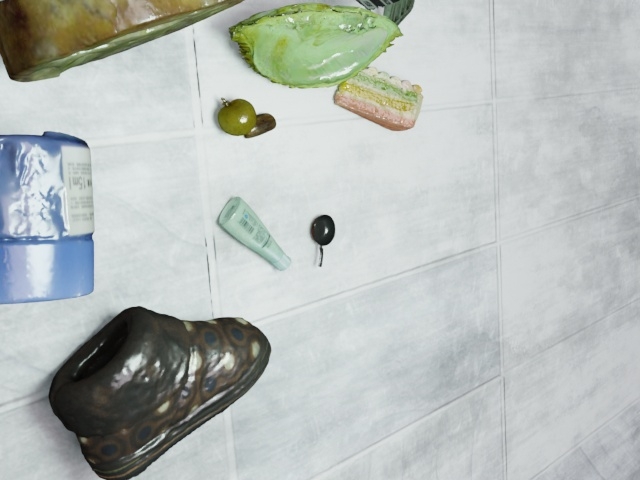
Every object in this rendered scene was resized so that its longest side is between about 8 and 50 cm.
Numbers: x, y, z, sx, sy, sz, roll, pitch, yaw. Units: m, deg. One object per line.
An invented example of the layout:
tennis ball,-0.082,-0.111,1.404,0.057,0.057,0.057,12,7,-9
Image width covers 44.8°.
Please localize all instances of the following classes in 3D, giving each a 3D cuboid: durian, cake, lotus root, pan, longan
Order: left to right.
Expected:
lotus root,-0.280,-0.331,1.123,0.390,0.375,0.111,-69,140,-72
longan,-0.160,-0.237,1.467,0.075,0.075,0.083,-47,116,-31
lotus root,-0.118,-0.230,1.536,0.083,0.030,0.037,-30,114,-40
durian,-0.015,-0.379,1.505,0.394,0.198,0.163,-4,100,-43
pan,0.000,0.000,1.685,0.068,0.023,0.115,15,81,-46
cake,0.138,-0.323,1.744,0.225,0.090,0.109,16,87,-44

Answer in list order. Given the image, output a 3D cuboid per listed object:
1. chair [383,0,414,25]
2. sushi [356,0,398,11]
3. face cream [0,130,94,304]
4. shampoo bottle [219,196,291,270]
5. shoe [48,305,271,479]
chair,0.142,-0.600,1.702,0.136,0.147,0.270,-51,171,-25
sushi,0.057,-0.526,1.597,0.139,0.201,0.031,-33,162,-48
face cream,-0.444,-0.032,1.083,0.249,0.249,0.224,-2,91,-45
shampoo bottle,-0.124,-0.005,1.549,0.190,0.041,0.069,46,58,-38
shoe,-0.270,0.212,1.337,0.384,0.171,0.237,-35,122,-29
